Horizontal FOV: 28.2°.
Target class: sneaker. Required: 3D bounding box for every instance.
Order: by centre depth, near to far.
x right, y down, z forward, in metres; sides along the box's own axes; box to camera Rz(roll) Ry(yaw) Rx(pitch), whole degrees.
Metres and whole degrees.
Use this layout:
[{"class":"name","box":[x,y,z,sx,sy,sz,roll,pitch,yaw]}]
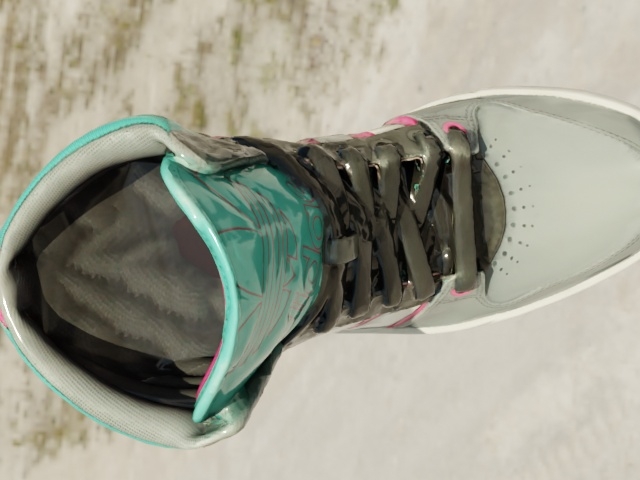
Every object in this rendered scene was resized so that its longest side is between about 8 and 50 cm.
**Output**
[{"class":"sneaker","box":[0.000,0.000,0.496,0.178,0.295,0.124,-54,-46,-78]}]
